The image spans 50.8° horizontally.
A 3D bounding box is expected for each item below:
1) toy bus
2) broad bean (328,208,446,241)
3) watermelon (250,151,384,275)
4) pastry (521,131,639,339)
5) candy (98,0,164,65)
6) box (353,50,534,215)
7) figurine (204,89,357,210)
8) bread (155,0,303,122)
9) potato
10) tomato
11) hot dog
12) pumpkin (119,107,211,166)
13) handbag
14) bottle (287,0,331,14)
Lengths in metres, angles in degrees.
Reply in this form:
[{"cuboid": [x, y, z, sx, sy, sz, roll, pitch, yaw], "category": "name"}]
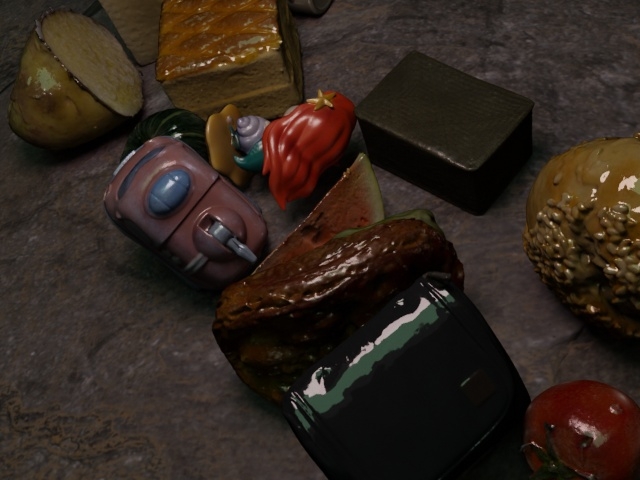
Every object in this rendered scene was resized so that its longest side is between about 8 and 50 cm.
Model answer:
[{"cuboid": [-0.221, -0.044, 1.152, 0.197, 0.294, 0.232, -50, 13, -9], "category": "toy bus"}, {"cuboid": [0.110, 0.008, 1.096, 0.206, 0.153, 0.072, -10, 51, -25], "category": "broad bean"}, {"cuboid": [-0.007, -0.002, 1.165, 0.303, 0.159, 0.128, -48, 33, -7], "category": "watermelon"}, {"cuboid": [0.399, 0.007, 0.912, 0.184, 0.285, 0.315, -37, 14, -21], "category": "pastry"}, {"cuboid": [-0.413, -0.573, 1.560, 0.179, 0.321, 0.135, -17, 56, 3], "category": "candy"}, {"cuboid": [0.222, -0.197, 1.210, 0.273, 0.143, 0.184, 33, 72, 31], "category": "box"}, {"cuboid": [-0.066, -0.172, 1.250, 0.256, 0.181, 0.208, -2, 26, 31], "category": "figurine"}, {"cuboid": [-0.186, -0.399, 1.437, 0.278, 0.207, 0.279, -14, 54, 7], "category": "bread"}, {"cuboid": [-0.579, -0.334, 1.515, 0.237, 0.301, 0.289, -35, 8, 26], "category": "potato"}, {"cuboid": [0.342, 0.258, 0.867, 0.167, 0.167, 0.167, -9, 55, 13], "category": "tomato"}, {"cuboid": [0.034, 0.113, 1.007, 0.387, 0.267, 0.174, -22, 36, 5], "category": "hot dog"}, {"cuboid": [-0.300, -0.160, 1.350, 0.211, 0.152, 0.212, -4, 81, 25], "category": "pumpkin"}, {"cuboid": [0.127, 0.221, 0.877, 0.301, 0.275, 0.178, -38, 46, -8], "category": "handbag"}, {"cuboid": [-0.100, -0.611, 1.605, 0.253, 0.120, 0.120, 16, 64, 29], "category": "bottle"}]
